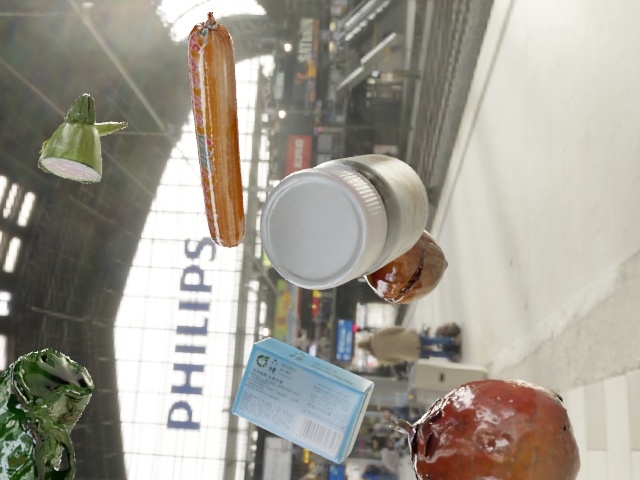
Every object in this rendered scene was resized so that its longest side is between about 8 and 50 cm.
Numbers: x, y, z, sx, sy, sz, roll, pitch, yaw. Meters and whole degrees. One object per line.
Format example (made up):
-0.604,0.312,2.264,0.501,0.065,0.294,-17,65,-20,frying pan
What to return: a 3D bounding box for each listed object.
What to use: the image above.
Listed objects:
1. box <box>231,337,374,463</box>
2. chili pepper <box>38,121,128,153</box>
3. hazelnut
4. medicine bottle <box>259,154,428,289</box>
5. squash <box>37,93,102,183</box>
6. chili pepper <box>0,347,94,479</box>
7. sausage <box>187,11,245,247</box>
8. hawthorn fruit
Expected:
-0.033,0.292,1.341,0.083,0.232,0.143,-7,-64,-70,box
-0.541,-0.239,1.644,0.049,0.208,0.043,82,162,-44,chili pepper
0.173,0.055,1.523,0.182,0.181,0.182,3,-90,-85,hazelnut
0.042,-0.032,0.997,0.273,0.165,0.165,-24,-63,-66,medicine bottle
-0.408,-0.175,1.216,0.105,0.105,0.132,77,-162,-73,squash
-0.363,0.323,0.839,0.385,0.213,0.167,-61,-24,9,chili pepper
-0.123,-0.113,0.872,0.053,0.053,0.348,-82,-4,-45,sausage
0.260,0.352,1.191,0.276,0.307,0.276,11,-90,-80,hawthorn fruit
